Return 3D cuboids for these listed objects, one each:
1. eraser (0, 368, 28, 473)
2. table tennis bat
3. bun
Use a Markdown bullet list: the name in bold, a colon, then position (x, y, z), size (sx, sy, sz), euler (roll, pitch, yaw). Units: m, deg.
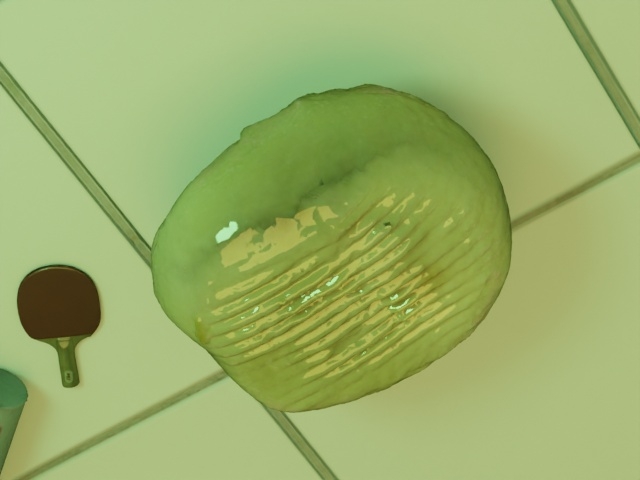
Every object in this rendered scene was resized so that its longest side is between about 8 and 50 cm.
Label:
- **eraser**: position (-0.430, 0.229, 2.020), size (0.174, 0.081, 0.227), euler (17, 122, -10)
- **table tennis bat**: position (-0.275, 0.091, 1.979), size (0.087, 0.013, 0.156), euler (-6, 122, -2)
- **bun**: position (0.000, 0.000, 1.822), size (0.361, 0.213, 0.361), euler (-12, 135, -12)
